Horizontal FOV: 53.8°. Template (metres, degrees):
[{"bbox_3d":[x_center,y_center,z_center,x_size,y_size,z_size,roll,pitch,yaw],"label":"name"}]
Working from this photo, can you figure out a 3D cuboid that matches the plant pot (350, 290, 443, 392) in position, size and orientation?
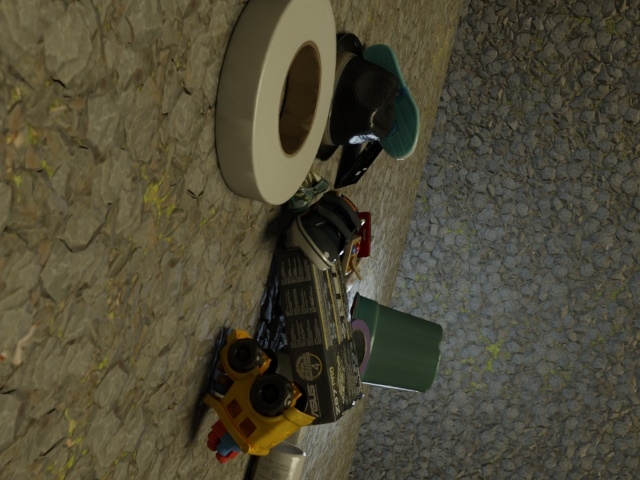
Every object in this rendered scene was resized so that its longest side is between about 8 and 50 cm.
[{"bbox_3d":[0.251,0.391,2.292,0.341,0.335,0.340,14,90,-88],"label":"plant pot"}]

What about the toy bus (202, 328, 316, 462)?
[{"bbox_3d":[-0.151,0.315,1.225,0.211,0.220,0.149,-41,155,-1],"label":"toy bus"}]

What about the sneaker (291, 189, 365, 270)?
[{"bbox_3d":[0.021,-0.038,1.406,0.127,0.126,0.321,-37,-168,12],"label":"sneaker"}]

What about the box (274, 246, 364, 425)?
[{"bbox_3d":[0.006,0.216,1.527,0.318,0.097,0.394,11,69,-77],"label":"box"}]

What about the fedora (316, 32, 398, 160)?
[{"bbox_3d":[0.097,-0.328,1.501,0.334,0.153,0.333,14,90,-75],"label":"fedora"}]

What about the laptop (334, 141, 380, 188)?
[{"bbox_3d":[0.104,-0.297,1.834,0.264,0.137,0.234,-52,172,18],"label":"laptop"}]

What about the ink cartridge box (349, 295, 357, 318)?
[{"bbox_3d":[0.068,0.315,2.163,0.189,0.066,0.232,106,-6,-70],"label":"ink cartridge box"}]

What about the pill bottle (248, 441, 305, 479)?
[{"bbox_3d":[-0.131,0.659,1.673,0.131,0.131,0.229,37,68,-74],"label":"pill bottle"}]

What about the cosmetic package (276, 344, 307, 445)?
[{"bbox_3d":[-0.076,0.404,1.659,0.085,0.118,0.230,-8,114,-74],"label":"cosmetic package"}]

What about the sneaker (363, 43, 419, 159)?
[{"bbox_3d":[0.204,-0.357,1.728,0.208,0.127,0.318,25,53,-74],"label":"sneaker"}]

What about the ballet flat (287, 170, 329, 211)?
[{"bbox_3d":[-0.028,-0.123,1.432,0.188,0.070,0.070,-53,154,-64],"label":"ballet flat"}]

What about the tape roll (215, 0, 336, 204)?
[{"bbox_3d":[-0.066,-0.256,1.129,0.392,0.072,0.391,15,90,-75],"label":"tape roll"}]

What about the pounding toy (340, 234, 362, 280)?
[{"bbox_3d":[0.080,0.053,1.916,0.130,0.100,0.141,-21,125,-72],"label":"pounding toy"}]

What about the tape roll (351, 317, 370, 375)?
[{"bbox_3d":[0.079,0.335,1.964,0.189,0.080,0.188,-8,100,-58],"label":"tape roll"}]

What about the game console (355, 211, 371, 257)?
[{"bbox_3d":[0.129,-0.016,2.017,0.085,0.124,0.143,4,86,-50],"label":"game console"}]

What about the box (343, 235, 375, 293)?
[{"bbox_3d":[0.106,0.076,2.111,0.324,0.067,0.063,-51,153,-55],"label":"box"}]
